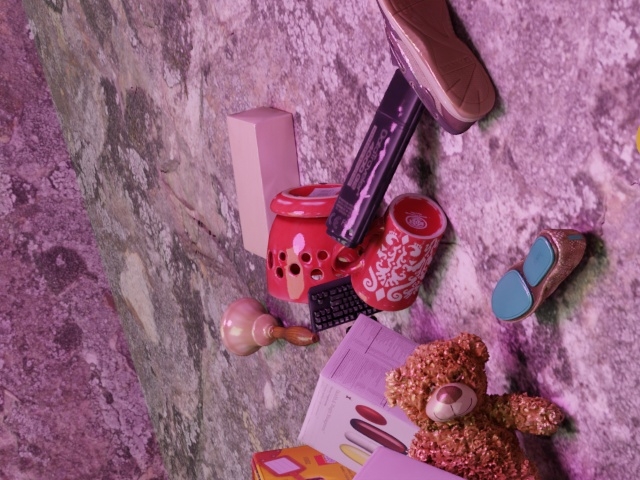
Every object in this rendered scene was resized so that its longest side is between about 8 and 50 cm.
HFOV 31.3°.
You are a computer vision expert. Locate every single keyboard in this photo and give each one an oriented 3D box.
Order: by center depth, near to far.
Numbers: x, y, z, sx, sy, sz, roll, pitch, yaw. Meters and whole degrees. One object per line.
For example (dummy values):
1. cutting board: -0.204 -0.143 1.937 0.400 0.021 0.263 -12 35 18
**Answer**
1. keyboard: 0.064 0.105 1.836 0.023 0.180 0.108 32 133 57

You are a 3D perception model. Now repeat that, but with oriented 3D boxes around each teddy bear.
1. teddy bear: 0.219 0.302 1.592 0.245 0.113 0.338 -4 106 20

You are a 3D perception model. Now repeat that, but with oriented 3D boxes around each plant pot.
1. plant pot: 0.000 0.000 1.903 0.191 0.191 0.174 19 117 61

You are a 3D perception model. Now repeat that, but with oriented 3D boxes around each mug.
1. mug: 0.109 0.020 1.744 0.113 0.150 0.169 58 146 27

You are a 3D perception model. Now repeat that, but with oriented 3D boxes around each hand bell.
1. hand bell: -0.087 0.189 2.330 0.242 0.126 0.126 5 109 52

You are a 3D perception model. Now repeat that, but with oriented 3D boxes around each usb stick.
1. usb stick: 0.086 -0.122 1.675 0.077 0.045 0.278 36 106 44

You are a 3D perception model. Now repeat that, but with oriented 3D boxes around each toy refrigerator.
1. toy refrigerator: -0.097 -0.109 2.159 0.102 0.094 0.269 21 124 52

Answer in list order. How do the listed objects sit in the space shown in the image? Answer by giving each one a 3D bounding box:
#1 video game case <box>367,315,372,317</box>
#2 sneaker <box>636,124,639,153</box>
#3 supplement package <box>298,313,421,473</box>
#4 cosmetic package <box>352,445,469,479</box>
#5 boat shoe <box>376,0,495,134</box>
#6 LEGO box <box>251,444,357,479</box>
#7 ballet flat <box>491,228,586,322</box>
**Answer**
1. video game case: 0.127 0.263 1.992 0.212 0.023 0.193 46 143 44
2. sneaker: 0.389 -0.137 1.174 0.144 0.059 0.053 -53 24 42
3. supplement package: 0.100 0.263 1.793 0.203 0.149 0.194 28 139 11
4. cosmetic package: 0.236 0.470 1.480 0.453 0.161 0.230 18 127 23
5. boat shoe: 0.135 -0.270 1.563 0.285 0.103 0.092 60 148 15
6. LEGO box: 0.018 0.618 1.997 0.500 0.193 0.372 -136 41 -75
7. ballet flat: 0.286 0.047 1.474 0.206 0.067 0.073 119 134 -61
